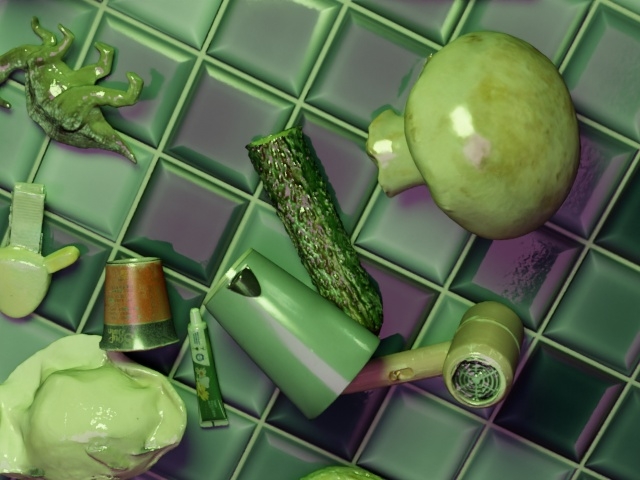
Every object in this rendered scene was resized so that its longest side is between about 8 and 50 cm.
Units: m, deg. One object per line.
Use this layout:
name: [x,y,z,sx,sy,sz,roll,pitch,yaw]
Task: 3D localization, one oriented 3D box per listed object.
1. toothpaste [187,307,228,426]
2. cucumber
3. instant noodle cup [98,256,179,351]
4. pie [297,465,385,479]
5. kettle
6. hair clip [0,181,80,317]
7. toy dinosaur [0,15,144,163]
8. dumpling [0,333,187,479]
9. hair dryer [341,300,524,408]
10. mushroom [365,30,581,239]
toothpaste: [-0.188,0.207,1.654,0.049,0.031,0.204,-7,103,6]
cucumber: [0.000,0.000,1.572,0.096,0.096,0.359,-23,103,8]
instant noodle cup: [-0.287,0.097,1.598,0.127,0.127,0.136,-4,94,4]
pie: [0.040,0.514,1.689,0.302,0.067,0.303,1,103,5]
kettle: [-0.054,0.132,1.547,0.243,0.210,0.160,42,81,2]
hair clip: [-0.460,0.022,1.615,0.159,0.071,0.219,11,107,-2]
toy dinosaur: [-0.386,-0.235,1.550,0.294,0.077,0.162,34,106,10]
dumpling: [-0.370,0.272,1.635,0.318,0.187,0.243,-11,62,-2]
hair dryer: [0.138,0.203,1.576,0.344,0.189,0.107,-16,103,21]
mushroom: [0.216,-0.142,1.468,0.290,0.297,0.298,-11,104,43]
